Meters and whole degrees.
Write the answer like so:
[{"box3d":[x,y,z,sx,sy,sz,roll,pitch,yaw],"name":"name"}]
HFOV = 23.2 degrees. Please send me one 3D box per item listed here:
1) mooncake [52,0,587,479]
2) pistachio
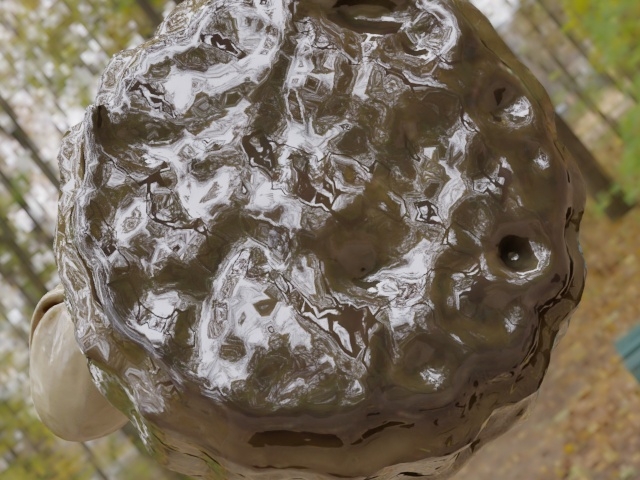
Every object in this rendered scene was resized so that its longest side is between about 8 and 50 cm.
[{"box3d":[0.001,-0.001,0.923,0.324,0.324,0.187,-39,-11,-13],"name":"mooncake"},{"box3d":[-0.222,0.111,1.560,0.144,0.144,0.215,-38,-21,-45],"name":"pistachio"}]
